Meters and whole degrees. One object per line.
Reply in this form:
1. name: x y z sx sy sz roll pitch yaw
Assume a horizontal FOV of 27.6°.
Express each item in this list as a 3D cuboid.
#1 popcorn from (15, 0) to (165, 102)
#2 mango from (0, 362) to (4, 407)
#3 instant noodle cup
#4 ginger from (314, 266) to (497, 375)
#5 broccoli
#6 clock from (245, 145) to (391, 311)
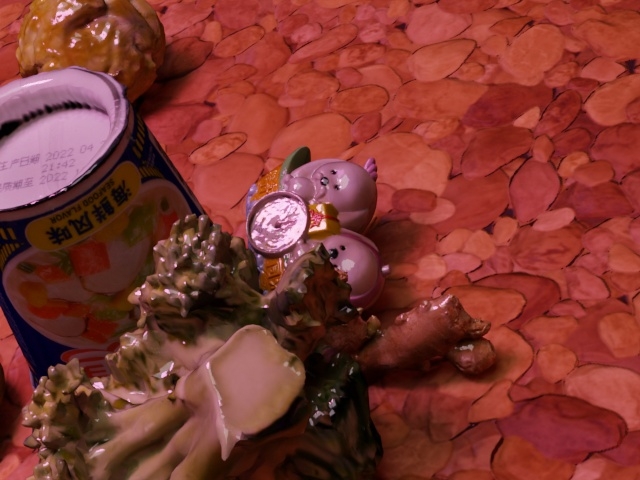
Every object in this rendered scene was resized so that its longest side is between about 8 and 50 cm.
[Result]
1. popcorn: -0.290 -0.252 1.702 0.198 0.198 0.212 -1 21 20
2. mango: -0.406 0.188 1.358 0.130 0.092 0.194 23 64 35
3. instant noodle cup: -0.225 0.005 1.308 0.284 0.312 0.284 -11 45 11
4. ginger: 0.056 0.087 1.266 0.176 0.193 0.052 -33 26 36
5. broccoli: -0.099 0.162 1.127 0.277 0.317 0.338 42 32 9
6. clock: 0.000 0.000 1.366 0.144 0.103 0.231 -14 65 18
